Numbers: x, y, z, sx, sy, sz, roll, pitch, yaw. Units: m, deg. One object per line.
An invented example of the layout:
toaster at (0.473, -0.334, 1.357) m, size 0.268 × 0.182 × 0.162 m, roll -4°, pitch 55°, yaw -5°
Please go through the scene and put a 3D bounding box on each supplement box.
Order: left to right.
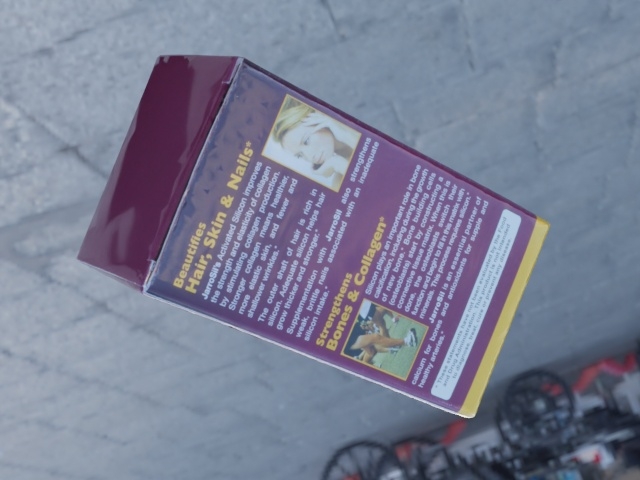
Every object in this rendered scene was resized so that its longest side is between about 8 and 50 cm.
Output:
supplement box at (0.000, 0.000, 0.582) m, size 0.188 × 0.104 × 0.081 m, roll 25°, pitch 175°, yaw -32°
